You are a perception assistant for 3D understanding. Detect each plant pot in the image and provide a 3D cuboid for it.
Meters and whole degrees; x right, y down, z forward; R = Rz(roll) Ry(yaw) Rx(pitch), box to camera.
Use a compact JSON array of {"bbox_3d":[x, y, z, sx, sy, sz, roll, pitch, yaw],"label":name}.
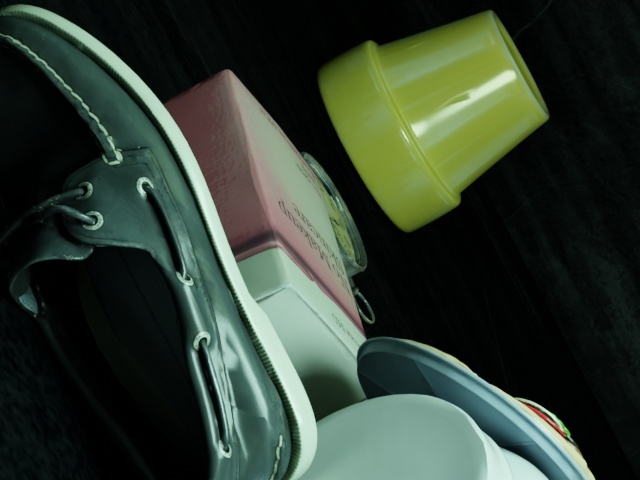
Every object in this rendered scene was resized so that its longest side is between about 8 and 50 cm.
[{"bbox_3d":[0.158,-0.172,2.435,0.254,0.239,0.254,58,12,-21],"label":"plant pot"}]

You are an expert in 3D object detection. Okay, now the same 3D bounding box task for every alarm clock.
[{"bbox_3d":[0.000,0.000,1.806,0.192,0.064,0.129,58,12,-6],"label":"alarm clock"}]

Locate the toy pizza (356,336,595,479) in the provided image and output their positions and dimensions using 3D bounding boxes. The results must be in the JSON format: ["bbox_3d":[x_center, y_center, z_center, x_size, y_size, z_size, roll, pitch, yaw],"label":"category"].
[{"bbox_3d":[0.109,0.127,1.235,0.201,0.032,0.201,35,-21,15],"label":"toy pizza"}]

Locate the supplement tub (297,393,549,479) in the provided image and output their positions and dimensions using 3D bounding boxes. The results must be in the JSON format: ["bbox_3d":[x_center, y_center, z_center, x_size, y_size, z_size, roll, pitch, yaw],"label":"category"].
[{"bbox_3d":[0.092,0.270,1.181,0.316,0.228,0.228,54,14,-31],"label":"supplement tub"}]

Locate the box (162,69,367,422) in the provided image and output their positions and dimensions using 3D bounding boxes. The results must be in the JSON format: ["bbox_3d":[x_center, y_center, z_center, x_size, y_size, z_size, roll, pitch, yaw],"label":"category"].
[{"bbox_3d":[-0.063,0.017,1.352,0.148,0.127,0.232,50,16,-44],"label":"box"}]

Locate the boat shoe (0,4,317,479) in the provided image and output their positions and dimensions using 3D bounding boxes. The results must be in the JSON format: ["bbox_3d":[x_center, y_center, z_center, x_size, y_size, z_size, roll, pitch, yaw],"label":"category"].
[{"bbox_3d":[-0.132,0.017,1.105,0.113,0.127,0.340,-29,92,-55],"label":"boat shoe"}]

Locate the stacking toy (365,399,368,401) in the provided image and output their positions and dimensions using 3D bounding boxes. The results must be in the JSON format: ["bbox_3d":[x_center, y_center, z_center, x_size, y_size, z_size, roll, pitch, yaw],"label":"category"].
[{"bbox_3d":[0.074,0.247,1.440,0.141,0.141,0.330,-93,158,-64],"label":"stacking toy"}]
